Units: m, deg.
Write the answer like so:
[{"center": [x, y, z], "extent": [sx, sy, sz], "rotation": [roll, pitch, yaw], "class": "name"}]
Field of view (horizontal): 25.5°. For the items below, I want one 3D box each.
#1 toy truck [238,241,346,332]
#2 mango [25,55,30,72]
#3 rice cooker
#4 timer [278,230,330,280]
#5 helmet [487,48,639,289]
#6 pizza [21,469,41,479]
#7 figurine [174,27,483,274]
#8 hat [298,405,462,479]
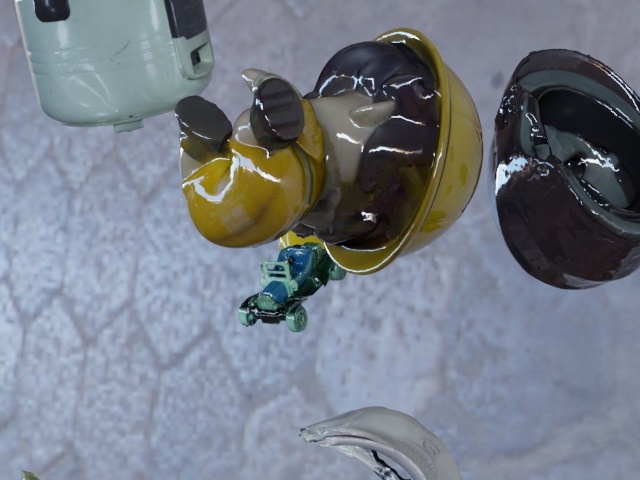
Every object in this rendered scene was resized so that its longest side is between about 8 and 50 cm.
[{"center": [-0.034, 0.039, 1.638], "extent": [0.080, 0.154, 0.078], "rotation": [4, 122, 29], "class": "toy truck"}, {"center": [-0.328, -0.284, 1.976], "extent": [0.139, 0.175, 0.254], "rotation": [69, -175, -65], "class": "mango"}, {"center": [-0.239, -0.260, 1.645], "extent": [0.226, 0.226, 0.244], "rotation": [13, 120, 56], "class": "rice cooker"}, {"center": [0.000, 0.000, 1.812], "extent": [0.109, 0.107, 0.107], "rotation": [119, 149, -71], "class": "timer"}, {"center": [0.295, -0.068, 1.660], "extent": [0.305, 0.225, 0.177], "rotation": [-94, 24, -48], "class": "helmet"}, {"center": [-0.339, 0.294, 1.297], "extent": [0.075, 0.287, 0.280], "rotation": [17, 123, 28], "class": "pizza"}, {"center": [0.012, -0.056, 1.049], "extent": [0.192, 0.257, 0.167], "rotation": [-36, 79, 45], "class": "figurine"}, {"center": [0.094, 0.245, 1.590], "extent": [0.219, 0.164, 0.226], "rotation": [44, 151, 7], "class": "hat"}]
